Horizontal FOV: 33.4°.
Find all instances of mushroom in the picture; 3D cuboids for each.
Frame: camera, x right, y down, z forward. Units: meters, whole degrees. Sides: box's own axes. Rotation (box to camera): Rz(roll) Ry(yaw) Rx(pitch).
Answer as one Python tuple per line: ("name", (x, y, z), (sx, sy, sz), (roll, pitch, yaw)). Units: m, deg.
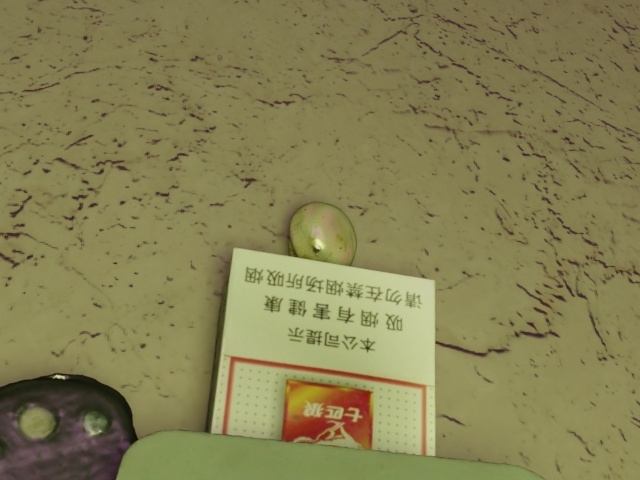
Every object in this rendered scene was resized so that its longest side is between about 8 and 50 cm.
("mushroom", (0.000, 0.000, 1.131), (0.084, 0.067, 0.083), (25, 58, -48))

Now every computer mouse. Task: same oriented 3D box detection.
("computer mouse", (-0.215, 0.250, 0.887), (0.170, 0.100, 0.269), (-11, 65, -25))

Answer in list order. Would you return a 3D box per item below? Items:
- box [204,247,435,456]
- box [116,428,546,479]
("box", (-0.001, 0.180, 0.997), (0.210, 0.095, 0.330), (10, 57, -8))
("box", (0.016, 0.306, 0.754), (0.373, 0.090, 0.367), (7, 37, -5))
